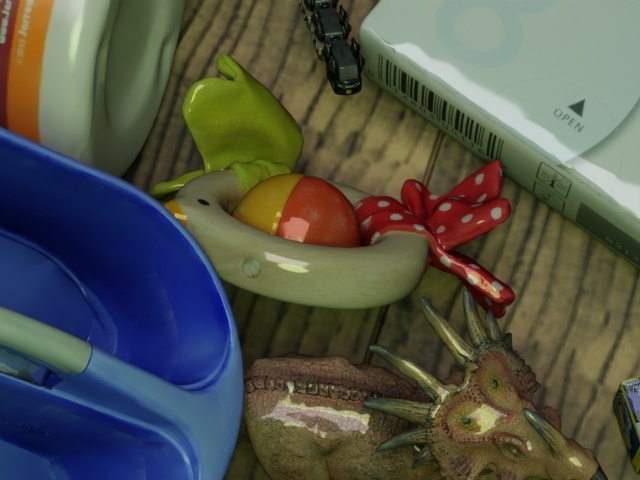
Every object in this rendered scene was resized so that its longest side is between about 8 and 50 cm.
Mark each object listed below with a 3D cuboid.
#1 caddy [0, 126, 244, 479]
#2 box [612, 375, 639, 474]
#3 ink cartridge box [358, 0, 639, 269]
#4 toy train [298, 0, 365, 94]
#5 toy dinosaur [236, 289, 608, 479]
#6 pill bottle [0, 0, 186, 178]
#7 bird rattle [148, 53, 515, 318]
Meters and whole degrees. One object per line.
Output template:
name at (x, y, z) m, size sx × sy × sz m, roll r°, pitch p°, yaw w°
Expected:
caddy at (-0.205, 0.061, 0.967) m, size 0.341 × 0.179 × 0.241 m, roll 24°, pitch 66°, yaw -29°
box at (0.279, 0.100, 1.131) m, size 0.169 × 0.059 × 0.054 m, roll -15°, pitch 70°, yaw -2°
ink cartridge box at (0.262, -0.185, 1.215) m, size 0.308 × 0.091 × 0.385 m, roll 36°, pitch 78°, yaw 14°
toy train at (0.007, -0.142, 1.209) m, size 0.027 × 0.036 × 0.158 m, roll -8°, pitch 33°, yaw -5°
toy dinosaur at (0.021, 0.110, 1.069) m, size 0.296 × 0.200 × 0.127 m, roll -2°, pitch 71°, yaw 3°
pill bottle at (-0.304, -0.181, 1.176) m, size 0.392 × 0.224 × 0.224 m, roll 14°, pitch 73°, yaw 8°
bird rattle at (0.000, 0.000, 1.120) m, size 0.253 × 0.207 × 0.143 m, roll 27°, pitch 115°, yaw 12°
